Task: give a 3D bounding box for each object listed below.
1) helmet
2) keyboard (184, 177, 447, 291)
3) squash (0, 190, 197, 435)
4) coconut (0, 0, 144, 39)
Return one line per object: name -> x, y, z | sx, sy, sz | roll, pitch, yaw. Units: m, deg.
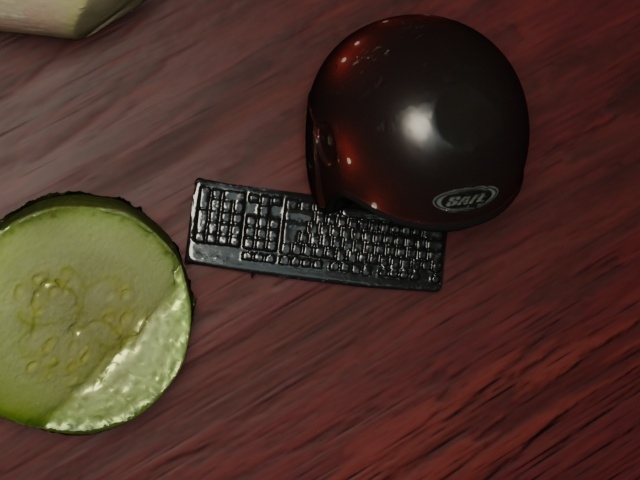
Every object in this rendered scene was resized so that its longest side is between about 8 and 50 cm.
helmet -> 0.085, -0.101, 0.930 | 0.189, 0.216, 0.193 | -9, 137, -18
keyboard -> 0.000, 0.000, 0.994 | 0.251, 0.017, 0.087 | 8, 88, -13
squash -> -0.204, 0.067, 0.899 | 0.220, 0.133, 0.220 | -1, 94, -18
coconut -> -0.243, -0.275, 0.839 | 0.241, 0.241, 0.241 | 0, 91, -13
